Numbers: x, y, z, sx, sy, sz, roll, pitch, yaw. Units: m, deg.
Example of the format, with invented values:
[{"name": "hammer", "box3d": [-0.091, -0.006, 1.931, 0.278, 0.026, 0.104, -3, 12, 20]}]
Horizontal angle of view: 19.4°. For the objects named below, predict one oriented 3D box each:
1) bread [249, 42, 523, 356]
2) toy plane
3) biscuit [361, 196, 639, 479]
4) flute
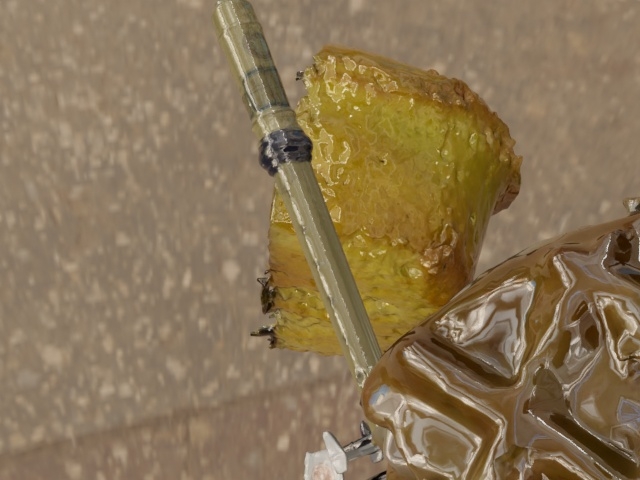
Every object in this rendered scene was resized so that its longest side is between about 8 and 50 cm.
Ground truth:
[{"name": "bread", "box3d": [0.046, -0.016, 1.192, 0.147, 0.260, 0.160, 16, 65, 5]}, {"name": "toy plane", "box3d": [0.063, 0.111, 1.166, 0.197, 0.053, 0.078, -29, 79, 29]}, {"name": "biscuit", "box3d": [0.177, 0.142, 0.628, 0.268, 0.115, 0.366, -28, 68, 14]}, {"name": "flute", "box3d": [0.000, 0.000, 0.789, 0.027, 0.027, 0.233, -18, 75, -11]}]
